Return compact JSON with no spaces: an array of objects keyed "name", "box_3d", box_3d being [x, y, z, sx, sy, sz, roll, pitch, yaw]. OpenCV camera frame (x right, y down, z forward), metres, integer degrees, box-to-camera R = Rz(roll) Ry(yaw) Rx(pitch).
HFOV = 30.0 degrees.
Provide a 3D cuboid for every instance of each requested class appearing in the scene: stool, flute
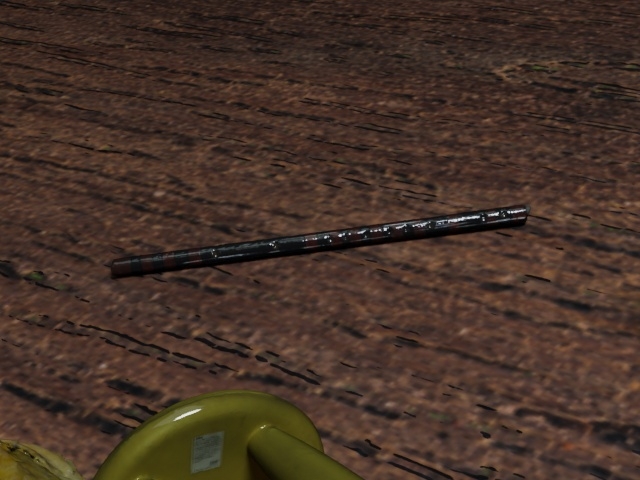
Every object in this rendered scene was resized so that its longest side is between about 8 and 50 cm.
[{"name":"stool","box_3d":[-0.026,0.132,0.466,0.134,0.135,0.110,-54,39,10]},{"name":"flute","box_3d":[0.000,0.000,0.761,0.269,0.014,0.014,-7,32,1]}]

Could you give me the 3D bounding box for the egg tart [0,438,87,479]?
[{"name":"egg tart","box_3d":[-0.169,0.128,0.562,0.128,0.049,0.129,-4,32,3]}]
